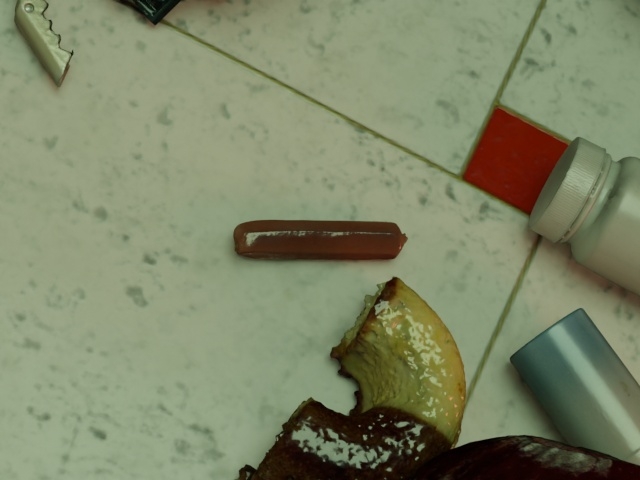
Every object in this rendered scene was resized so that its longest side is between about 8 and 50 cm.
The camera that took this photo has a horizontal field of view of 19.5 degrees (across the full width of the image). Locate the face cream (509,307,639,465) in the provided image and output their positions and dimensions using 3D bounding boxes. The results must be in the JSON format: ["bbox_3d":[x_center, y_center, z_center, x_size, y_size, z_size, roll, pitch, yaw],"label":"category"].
[{"bbox_3d":[0.254,0.176,1.505,0.077,0.077,0.250,-32,81,-22],"label":"face cream"}]

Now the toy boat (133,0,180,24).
[{"bbox_3d":[-0.166,-0.251,1.565,0.141,0.055,0.060,50,33,-1],"label":"toy boat"}]

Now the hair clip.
[{"bbox_3d":[-0.245,-0.232,1.561,0.072,0.034,0.226,-1,70,-13],"label":"hair clip"}]

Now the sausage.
[{"bbox_3d":[0.000,-0.001,1.533,0.147,0.035,0.030,1,70,-15],"label":"sausage"}]

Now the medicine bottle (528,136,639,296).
[{"bbox_3d":[0.277,-0.006,1.565,0.186,0.103,0.103,28,66,-2],"label":"medicine bottle"}]

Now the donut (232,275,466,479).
[{"bbox_3d":[0.047,0.132,1.467,0.141,0.085,0.217,32,64,0],"label":"donut"}]

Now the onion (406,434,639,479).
[{"bbox_3d":[0.157,0.246,1.353,0.207,0.206,0.216,24,82,-17],"label":"onion"}]
